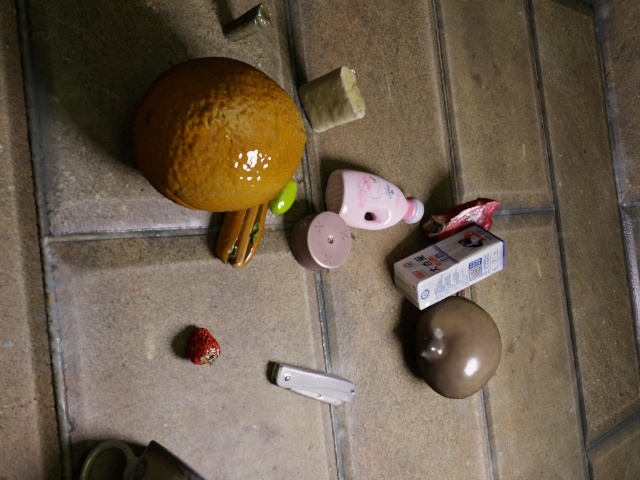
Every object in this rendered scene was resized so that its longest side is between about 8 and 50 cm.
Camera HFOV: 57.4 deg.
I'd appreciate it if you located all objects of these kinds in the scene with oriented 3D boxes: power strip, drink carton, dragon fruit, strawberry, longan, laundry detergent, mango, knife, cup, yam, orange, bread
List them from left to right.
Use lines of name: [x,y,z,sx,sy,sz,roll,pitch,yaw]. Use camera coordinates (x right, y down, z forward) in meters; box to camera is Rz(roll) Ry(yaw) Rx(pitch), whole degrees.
cup: [-0.334,0.515,1.078,0.301,0.227,0.257,37,62,2]
strawberry: [-0.255,0.230,1.269,0.073,0.073,0.083,2,46,-41]
orange: [-0.195,-0.211,1.204,0.357,0.322,0.322,-2,85,-47]
yam: [-0.172,-0.516,1.394,0.054,0.132,0.054,15,70,-48]
mango: [-0.094,-0.111,1.449,0.108,0.056,0.073,-62,149,-29]
knife: [-0.013,0.364,1.472,0.265,0.040,0.073,26,79,-36]
power strip: [0.000,0.000,1.506,0.154,0.078,0.154,5,82,-38]
bread: [0.029,-0.364,1.516,0.060,0.178,0.139,-31,107,-38]
laundry detergent: [0.162,-0.105,1.657,0.335,0.088,0.159,9,83,-41]
drink carton: [0.377,0.072,1.709,0.315,0.130,0.107,-23,124,-17]
dragon fruit: [0.419,-0.040,1.843,0.211,0.134,0.262,8,115,-26]
longan: [0.388,0.309,1.699,0.300,0.243,0.300,21,54,-32]

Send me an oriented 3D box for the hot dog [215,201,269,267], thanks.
hot dog: [-0.172,-0.052,1.370,0.100,0.068,0.250,27,67,-35]

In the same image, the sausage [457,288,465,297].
sausage: [0.467,0.162,1.931,0.028,0.025,0.198,47,51,-65]
